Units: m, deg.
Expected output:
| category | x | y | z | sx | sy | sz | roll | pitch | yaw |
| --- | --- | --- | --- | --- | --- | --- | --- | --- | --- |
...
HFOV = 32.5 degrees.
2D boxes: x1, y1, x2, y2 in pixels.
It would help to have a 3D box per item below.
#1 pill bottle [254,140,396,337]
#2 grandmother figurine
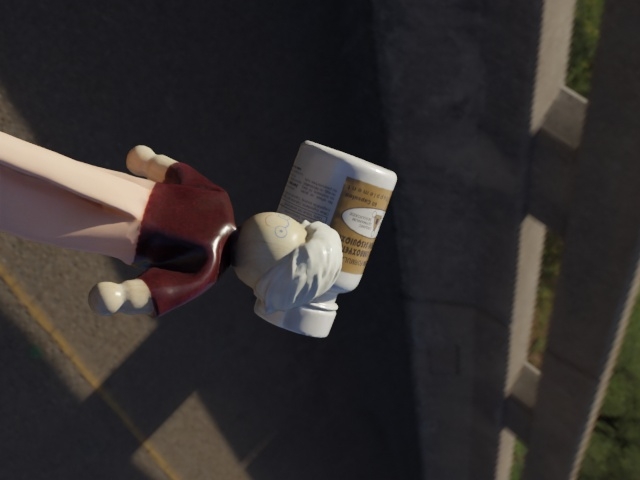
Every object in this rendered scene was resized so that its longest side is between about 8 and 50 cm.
| category | x | y | z | sx | sy | sz | roll | pitch | yaw |
| --- | --- | --- | --- | --- | --- | --- | --- | --- | --- |
| pill bottle | 0.000 | 0.000 | 1.401 | 0.131 | 0.131 | 0.229 | 9 | 102 | -62 |
| grandmother figurine | -0.148 | -0.014 | 0.930 | 0.104 | 0.342 | 0.208 | 114 | -12 | -50 |
